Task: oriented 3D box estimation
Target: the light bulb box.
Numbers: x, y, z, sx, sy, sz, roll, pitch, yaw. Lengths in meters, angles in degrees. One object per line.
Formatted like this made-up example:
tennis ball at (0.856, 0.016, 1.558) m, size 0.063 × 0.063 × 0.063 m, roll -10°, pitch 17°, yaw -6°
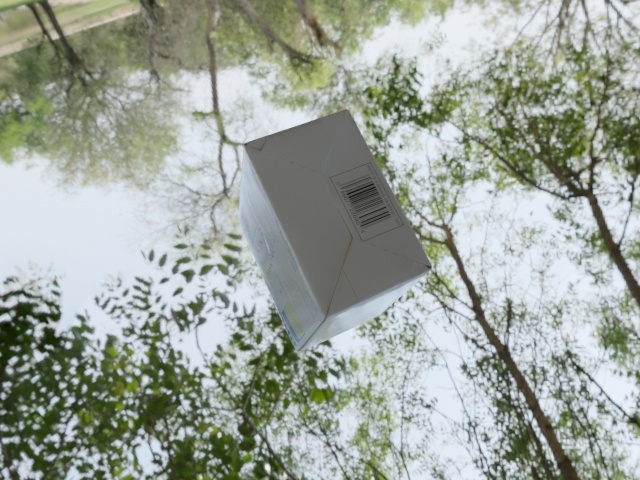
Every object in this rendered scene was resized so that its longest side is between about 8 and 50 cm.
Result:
light bulb box at (0.000, 0.000, 1.142) m, size 0.225 × 0.358 × 0.361 m, roll -21°, pitch 165°, yaw -16°
